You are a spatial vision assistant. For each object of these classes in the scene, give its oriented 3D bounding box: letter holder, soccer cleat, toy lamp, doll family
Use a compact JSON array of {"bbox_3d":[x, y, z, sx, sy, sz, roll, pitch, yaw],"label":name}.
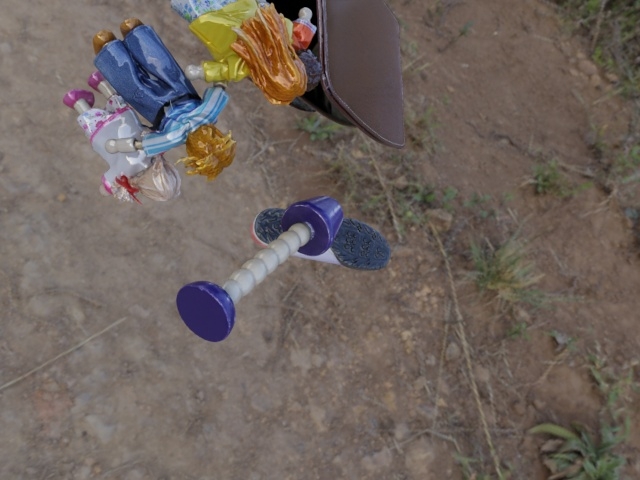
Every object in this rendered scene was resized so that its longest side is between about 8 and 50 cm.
[{"bbox_3d":[-0.004,-0.226,0.795,0.302,0.152,0.214,10,74,-66],"label":"letter holder"},{"bbox_3d":[0.000,0.000,1.385,0.318,0.116,0.108,12,79,-13],"label":"soccer cleat"},{"bbox_3d":[-0.055,0.019,0.742,0.080,0.080,0.275,55,42,-6],"label":"toy lamp"},{"bbox_3d":[-0.109,-0.140,0.539,0.163,0.263,0.118,49,-5,12],"label":"doll family"}]
